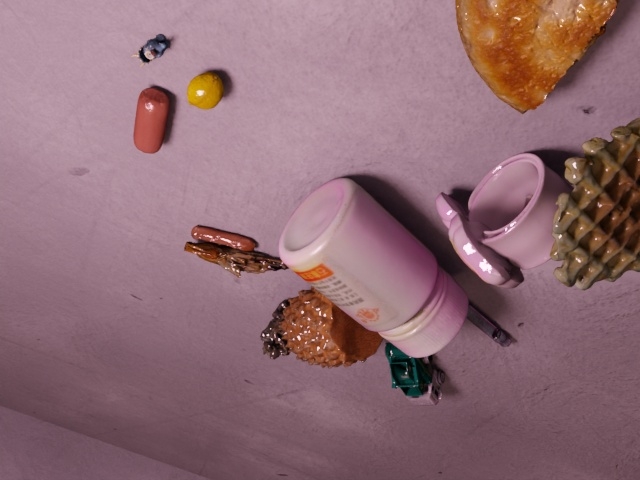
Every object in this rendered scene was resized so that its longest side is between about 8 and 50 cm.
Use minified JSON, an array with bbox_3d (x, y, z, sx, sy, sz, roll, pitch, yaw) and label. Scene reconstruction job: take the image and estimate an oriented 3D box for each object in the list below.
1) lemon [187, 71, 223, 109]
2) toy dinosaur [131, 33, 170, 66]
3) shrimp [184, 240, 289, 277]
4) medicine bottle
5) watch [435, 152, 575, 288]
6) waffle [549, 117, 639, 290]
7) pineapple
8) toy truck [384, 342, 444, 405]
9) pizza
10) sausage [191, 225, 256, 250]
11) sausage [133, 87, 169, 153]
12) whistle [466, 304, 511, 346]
[{"bbox_3d":[-0.214,-0.275,1.270,0.065,0.065,0.092,38,133,-23],"label":"lemon"},{"bbox_3d":[-0.303,-0.341,1.237,0.083,0.047,0.030,-15,130,36],"label":"toy dinosaur"},{"bbox_3d":[-0.199,0.054,1.627,0.262,0.117,0.066,12,101,9],"label":"shrimp"},{"bbox_3d":[0.118,0.064,1.430,0.388,0.219,0.219,39,137,-26],"label":"medicine bottle"},{"bbox_3d":[0.353,-0.044,1.251,0.211,0.248,0.217,35,112,-19],"label":"watch"},{"bbox_3d":[0.499,-0.060,1.119,0.309,0.056,0.292,-21,125,-18],"label":"waffle"},{"bbox_3d":[-0.029,0.213,1.694,0.223,0.223,0.357,42,145,-27],"label":"pineapple"},{"bbox_3d":[0.245,0.358,1.814,0.110,0.116,0.216,-9,134,30],"label":"toy truck"},{"bbox_3d":[0.312,-0.325,0.990,0.226,0.086,0.335,-7,137,22],"label":"pizza"},{"bbox_3d":[-0.229,-0.005,1.628,0.157,0.042,0.036,13,103,3],"label":"sausage"},{"bbox_3d":[-0.338,-0.235,1.368,0.062,0.062,0.154,22,141,-5],"label":"sausage"},{"bbox_3d":[0.392,0.201,1.636,0.176,0.033,0.033,38,138,-24],"label":"whistle"}]
